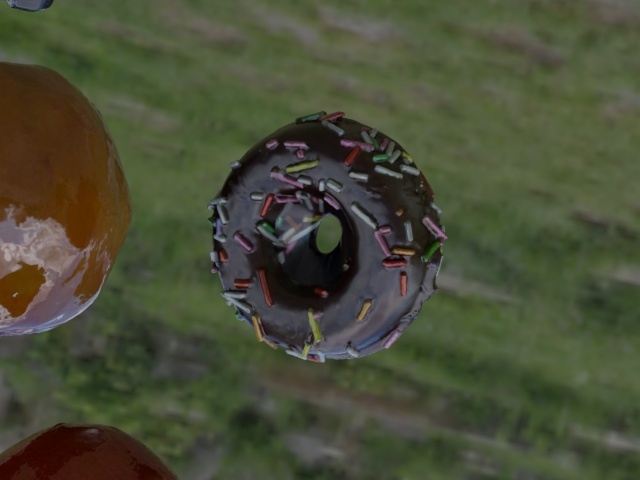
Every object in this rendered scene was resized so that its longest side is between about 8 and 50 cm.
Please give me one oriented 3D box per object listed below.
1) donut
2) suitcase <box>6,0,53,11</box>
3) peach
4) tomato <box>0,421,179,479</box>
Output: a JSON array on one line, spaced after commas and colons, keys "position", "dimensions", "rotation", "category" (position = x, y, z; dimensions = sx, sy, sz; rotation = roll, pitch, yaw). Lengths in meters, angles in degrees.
[{"position": [0.000, 0.000, 1.940], "dimensions": [0.269, 0.270, 0.103], "rotation": [12, -169, 28], "category": "donut"}, {"position": [-0.341, -0.274, 1.417], "dimensions": [0.285, 0.066, 0.206], "rotation": [11, -146, -24], "category": "suitcase"}, {"position": [-0.371, -0.038, 2.069], "dimensions": [0.342, 0.302, 0.343], "rotation": [-2, 177, 0], "category": "peach"}, {"position": [-0.261, 0.346, 1.933], "dimensions": [0.298, 0.298, 0.226], "rotation": [12, -153, 28], "category": "tomato"}]
